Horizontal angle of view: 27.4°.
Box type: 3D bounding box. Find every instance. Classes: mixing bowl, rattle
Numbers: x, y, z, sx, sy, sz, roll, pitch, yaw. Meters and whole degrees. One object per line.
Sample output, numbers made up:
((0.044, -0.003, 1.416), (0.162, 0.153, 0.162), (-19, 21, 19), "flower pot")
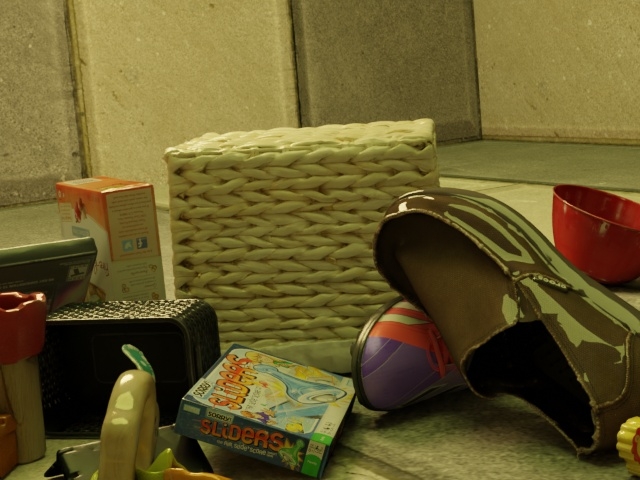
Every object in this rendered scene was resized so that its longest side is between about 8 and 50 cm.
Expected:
((0.393, 0.000, 1.810), (0.181, 0.098, 0.181), (14, 16, -4), "mixing bowl")
((-0.112, 0.156, 1.078), (0.143, 0.130, 0.199), (-10, 10, 6), "rattle")

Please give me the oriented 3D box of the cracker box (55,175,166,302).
((-0.234, 0.049, 1.486), (0.067, 0.232, 0.156), (-11, 11, -29), "cracker box")

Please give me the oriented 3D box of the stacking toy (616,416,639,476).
((0.374, 0.157, 1.050), (0.221, 0.052, 0.167), (-10, 11, -35), "stacking toy")

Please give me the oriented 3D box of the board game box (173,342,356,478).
((-0.044, 0.154, 1.219), (0.136, 0.035, 0.201), (16, 12, 6), "board game box")

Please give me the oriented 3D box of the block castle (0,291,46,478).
((-0.445, 0.140, 1.090), (0.303, 0.212, 0.453), (-3, 9, 14), "block castle")

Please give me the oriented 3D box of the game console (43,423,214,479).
((-0.169, 0.208, 1.154), (0.122, 0.071, 0.107), (-10, 40, -26), "game console")

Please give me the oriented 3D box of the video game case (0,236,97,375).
((-0.359, 0.090, 1.437), (0.196, 0.026, 0.274), (-9, -30, -24), "video game case")

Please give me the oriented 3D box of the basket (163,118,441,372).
((0.000, 0.000, 1.583), (0.331, 0.266, 0.328), (-2, 8, 5), "basket")

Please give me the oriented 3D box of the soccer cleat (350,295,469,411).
((0.153, 0.104, 1.343), (0.116, 0.108, 0.318), (1, 7, 39), "soccer cleat")

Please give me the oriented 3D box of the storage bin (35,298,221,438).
((-0.197, 0.128, 1.317), (0.180, 0.122, 0.084), (-2, 9, 15), "storage bin")

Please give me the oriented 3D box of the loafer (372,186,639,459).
((0.167, 0.066, 1.196), (0.130, 0.133, 0.366), (-23, 41, -35), "loafer")
